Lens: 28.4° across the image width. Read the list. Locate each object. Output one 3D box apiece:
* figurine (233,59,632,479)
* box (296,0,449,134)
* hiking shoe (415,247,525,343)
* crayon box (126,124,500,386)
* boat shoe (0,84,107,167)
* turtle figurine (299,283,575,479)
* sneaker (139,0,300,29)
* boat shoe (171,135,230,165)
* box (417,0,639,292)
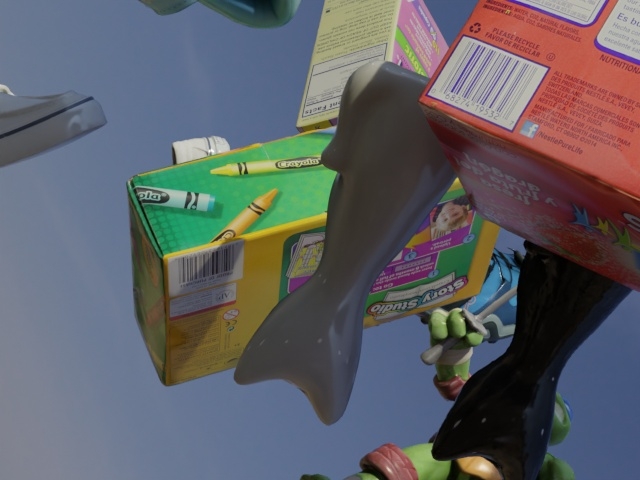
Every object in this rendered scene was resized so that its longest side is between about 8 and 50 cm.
[{"bbox_3d":[0.075,0.027,0.733,0.092,0.215,0.209,-132,-116,-74],"label":"figurine"},{"bbox_3d":[0.087,-0.165,1.557,0.213,0.117,0.243,54,35,-39],"label":"box"},{"bbox_3d":[0.131,0.020,1.248,0.113,0.304,0.132,55,-53,41],"label":"hiking shoe"},{"bbox_3d":[0.000,0.000,0.955,0.165,0.278,0.081,98,-29,-51],"label":"crayon box"},{"bbox_3d":[-0.295,-0.094,1.020,0.258,0.095,0.084,-11,-78,20],"label":"boat shoe"},{"bbox_3d":[0.131,0.147,0.937,0.275,0.266,0.198,-20,-81,52],"label":"turtle figurine"},{"bbox_3d":[-0.102,-0.220,0.745,0.135,0.366,0.150,-18,-105,29],"label":"sneaker"},{"bbox_3d":[-0.162,-0.022,1.562,0.083,0.076,0.226,-136,-132,-64],"label":"boat shoe"},{"bbox_3d":[0.217,-0.039,0.563,0.300,0.154,0.142,26,-10,26],"label":"box"}]
